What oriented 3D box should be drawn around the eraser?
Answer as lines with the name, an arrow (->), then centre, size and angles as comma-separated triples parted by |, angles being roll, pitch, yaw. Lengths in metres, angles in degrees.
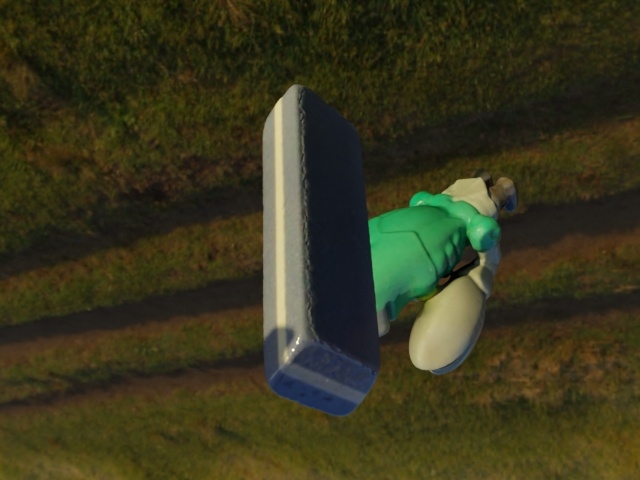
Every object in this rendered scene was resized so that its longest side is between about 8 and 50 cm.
eraser -> 0.000, 0.000, 0.499 | 0.036, 0.225, 0.082 | -26, 142, 32

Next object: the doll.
doll -> 0.110, 0.036, 0.762 | 0.258, 0.195, 0.153 | -20, 122, -3
